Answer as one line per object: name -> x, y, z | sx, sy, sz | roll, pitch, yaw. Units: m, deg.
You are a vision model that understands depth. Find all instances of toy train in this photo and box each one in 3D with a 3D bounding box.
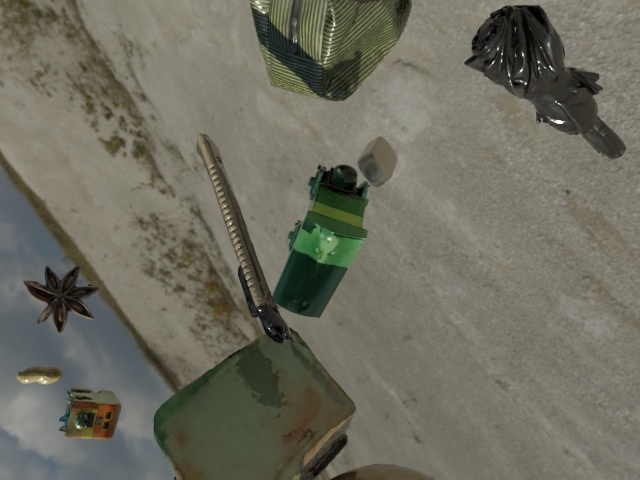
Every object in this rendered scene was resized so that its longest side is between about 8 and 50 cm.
toy train -> -0.445, 0.333, 1.032 | 0.188, 0.099, 0.072 | -11, 65, 63
toy train -> 0.000, 0.000, 1.038 | 0.301, 0.120, 0.202 | 116, 171, -46

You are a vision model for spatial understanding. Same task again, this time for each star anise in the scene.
star anise -> -0.783, 0.171, 1.646 | 0.073, 0.196, 0.212 | -34, 76, 58

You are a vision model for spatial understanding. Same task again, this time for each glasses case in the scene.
glasses case -> 0.136, -0.187, 1.250 | 0.083, 0.050, 0.196 | 54, -155, -11

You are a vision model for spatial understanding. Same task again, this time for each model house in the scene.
model house -> -0.115, 0.365, 0.965 | 0.245, 0.312, 0.280 | 45, 151, 23

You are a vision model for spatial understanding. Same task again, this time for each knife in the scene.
knife -> -0.127, -0.007, 0.828 | 0.089, 0.043, 0.365 | 81, 167, -77

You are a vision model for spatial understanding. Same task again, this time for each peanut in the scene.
peanut -> -0.568, 0.272, 1.084 | 0.037, 0.083, 0.037 | -174, 90, -70

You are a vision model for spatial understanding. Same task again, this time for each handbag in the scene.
handbag -> 0.024, -0.453, 1.003 | 0.247, 0.341, 0.240 | 22, 156, 25

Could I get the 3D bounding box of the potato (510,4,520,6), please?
potato -> 0.412, -0.442, 1.075 | 0.092, 0.046, 0.045 | 28, 134, 7

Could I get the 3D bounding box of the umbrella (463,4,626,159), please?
umbrella -> 0.353, -0.216, 0.793 | 0.340, 0.118, 0.118 | 31, -172, -28

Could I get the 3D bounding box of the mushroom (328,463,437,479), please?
mushroom -> 0.109, 0.567, 0.893 | 0.294, 0.362, 0.362 | -114, 2, -68
